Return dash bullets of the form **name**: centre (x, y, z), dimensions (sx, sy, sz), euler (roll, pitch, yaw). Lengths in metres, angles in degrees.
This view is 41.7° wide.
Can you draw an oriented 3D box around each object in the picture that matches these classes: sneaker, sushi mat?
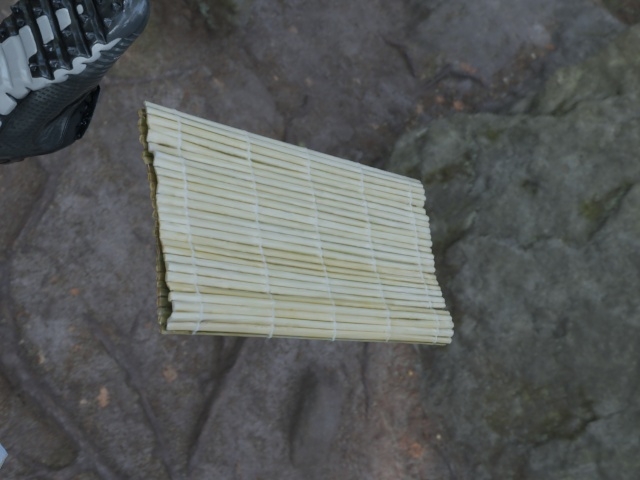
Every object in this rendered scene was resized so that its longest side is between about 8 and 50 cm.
- **sneaker**: centre (-0.208, -0.125, 0.653), dimensions (0.106, 0.234, 0.078), euler (11, 54, -60)
- **sushi mat**: centre (0.000, 0.000, 0.622), dimensions (0.316, 0.019, 0.152), euler (10, 63, -49)

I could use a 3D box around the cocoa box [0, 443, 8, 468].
- **cocoa box**: centre (-0.689, 0.309, 1.265), dimensions (0.228, 0.231, 0.347), euler (-74, 151, -50)
